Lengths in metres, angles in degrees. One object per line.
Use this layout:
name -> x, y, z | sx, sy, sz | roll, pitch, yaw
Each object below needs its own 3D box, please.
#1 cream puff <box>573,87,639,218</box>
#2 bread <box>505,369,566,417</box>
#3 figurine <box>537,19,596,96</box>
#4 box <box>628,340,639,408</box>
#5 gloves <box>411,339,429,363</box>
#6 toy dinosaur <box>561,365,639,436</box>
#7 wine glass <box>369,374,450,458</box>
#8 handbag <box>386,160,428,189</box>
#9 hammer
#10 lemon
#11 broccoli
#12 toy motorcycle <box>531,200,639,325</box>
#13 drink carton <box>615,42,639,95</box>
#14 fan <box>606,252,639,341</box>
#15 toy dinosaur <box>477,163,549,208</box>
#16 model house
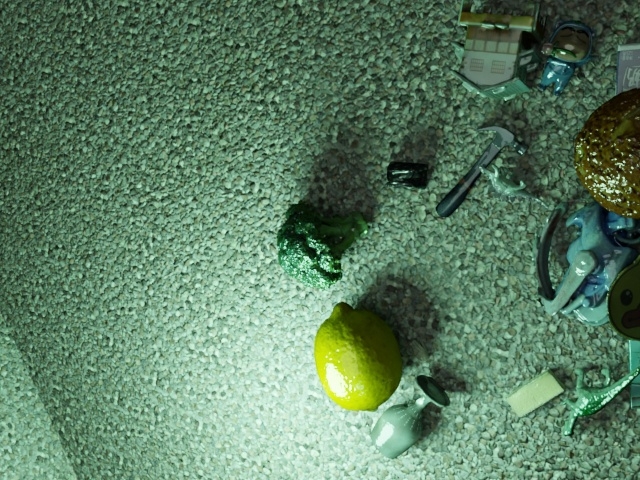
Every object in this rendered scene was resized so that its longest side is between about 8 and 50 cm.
cream puff -> 0.706, -0.190, 1.403 | 0.303, 0.212, 0.303 | 2, 96, 20
bread -> 0.572, 0.409, 1.749 | 0.153, 0.028, 0.068 | -43, 80, 24
figurine -> 0.583, -0.436, 1.567 | 0.114, 0.144, 0.178 | 28, 119, 21
box -> 0.846, 0.303, 1.604 | 0.162, 0.041, 0.229 | -1, 97, 24
gloves -> 0.287, 0.318, 1.860 | 0.044, 0.037, 0.081 | -38, 73, -12
toy dinosaur -> 0.703, 0.349, 1.633 | 0.076, 0.129, 0.383 | 12, 130, -15
wine glass -> 0.249, 0.503, 1.853 | 0.126, 0.126, 0.241 | 40, 109, 14
handbag -> 0.219, -0.165, 1.761 | 0.115, 0.139, 0.072 | 8, 109, 22
hammer -> 0.401, -0.178, 1.735 | 0.137, 0.037, 0.290 | 43, 111, 12
lemon -> 0.101, 0.324, 1.826 | 0.245, 0.245, 0.320 | -18, 87, 25
broccoli -> 0.000, 0.000, 1.845 | 0.270, 0.270, 0.270 | -28, 85, -8
toy motorcycle -> 0.635, 0.038, 1.581 | 0.241, 0.182, 0.319 | 22, 100, 18
drink carton -> 0.758, -0.343, 1.523 | 0.134, 0.102, 0.222 | 3, 100, 21
fan -> 0.782, 0.175, 1.537 | 0.229, 0.011, 0.335 | -17, 107, -5
toy dinosaur -> 0.494, -0.133, 1.686 | 0.209, 0.039, 0.082 | 29, 127, 4
model house -> 0.428, -0.456, 1.582 | 0.198, 0.224, 0.215 | 10, 101, 21
